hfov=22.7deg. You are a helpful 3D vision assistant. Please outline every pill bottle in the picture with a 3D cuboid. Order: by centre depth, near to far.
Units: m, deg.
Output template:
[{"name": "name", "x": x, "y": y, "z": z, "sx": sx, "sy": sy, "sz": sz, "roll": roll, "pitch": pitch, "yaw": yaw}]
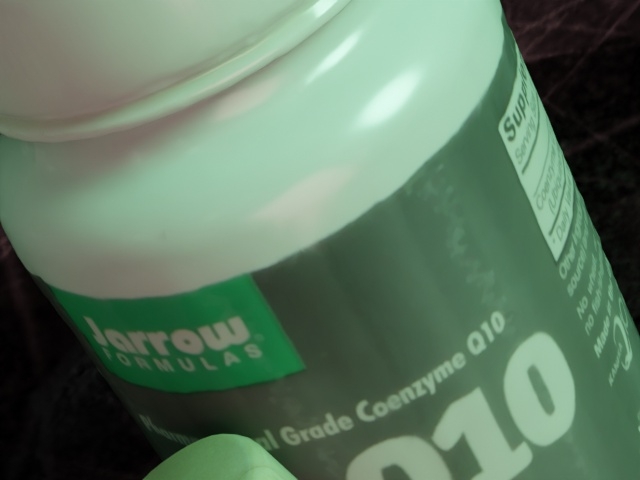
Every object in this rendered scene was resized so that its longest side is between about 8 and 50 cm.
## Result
[{"name": "pill bottle", "x": 0.000, "y": 0.000, "z": 0.634, "sx": 0.204, "sy": 0.204, "sz": 0.361, "roll": -31, "pitch": 123, "yaw": -3}]

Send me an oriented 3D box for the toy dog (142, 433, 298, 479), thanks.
[{"name": "toy dog", "x": -0.096, "y": 0.199, "z": 0.619, "sx": 0.220, "sy": 0.161, "sz": 0.334, "roll": 37, "pitch": 142, "yaw": -8}]
